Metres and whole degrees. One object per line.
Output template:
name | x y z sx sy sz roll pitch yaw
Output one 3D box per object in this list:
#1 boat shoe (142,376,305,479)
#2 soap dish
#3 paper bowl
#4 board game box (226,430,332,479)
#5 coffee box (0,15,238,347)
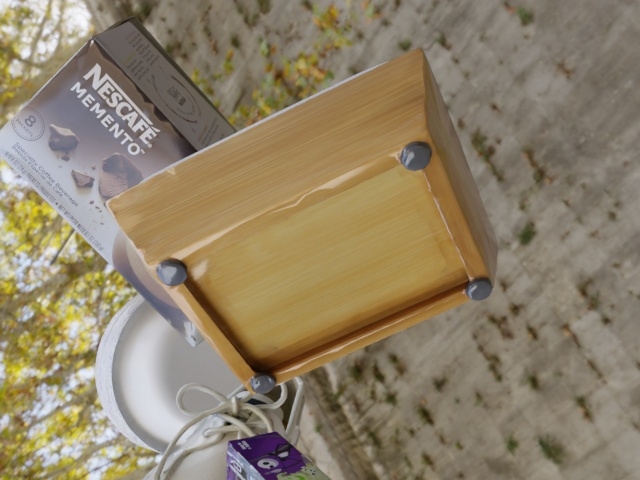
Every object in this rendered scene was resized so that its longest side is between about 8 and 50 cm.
boat shoe | -0.088 0.213 0.850 0.136 0.156 0.367 18 -168 15
soap dish | 0.000 0.000 0.686 0.118 0.291 0.229 -107 -11 -51
paper bowl | -0.209 0.208 1.284 0.284 0.148 0.284 4 -98 -32
board game box | 0.024 0.270 0.451 0.056 0.208 0.347 -7 -169 -26
coffee box | -0.163 -0.059 0.822 0.297 0.168 0.119 49 -157 -14
